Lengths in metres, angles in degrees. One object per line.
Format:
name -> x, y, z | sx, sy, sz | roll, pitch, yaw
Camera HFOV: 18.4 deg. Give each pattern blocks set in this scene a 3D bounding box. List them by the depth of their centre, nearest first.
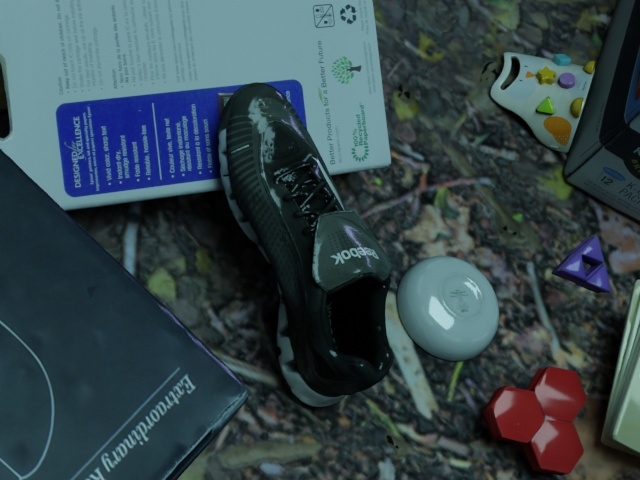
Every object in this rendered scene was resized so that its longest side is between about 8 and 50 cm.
pattern blocks set -> 0.301, 0.122, 1.505 | 0.325, 0.026, 0.285 | 35, 68, -11

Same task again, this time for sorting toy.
sorting toy -> 0.178, -0.124, 1.596 | 0.075, 0.045, 0.083 | 18, 57, 4

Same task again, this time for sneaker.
sneaker -> 0.000, 0.000, 1.354 | 0.078, 0.106, 0.234 | -19, 95, -31

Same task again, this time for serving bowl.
serving bowl -> 0.100, 0.047, 1.471 | 0.083, 0.027, 0.083 | 11, 62, -22

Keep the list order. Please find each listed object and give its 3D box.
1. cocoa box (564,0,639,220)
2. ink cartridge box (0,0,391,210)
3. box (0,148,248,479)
cocoa box -> 0.384, -0.177, 1.604 | 0.231, 0.228, 0.347 | 29, 56, -11
ink cartridge box -> -0.109, -0.113, 1.390 | 0.332, 0.065, 0.165 | -8, 95, -32
box -> -0.299, 0.079, 1.142 | 0.395, 0.212, 0.293 | 44, 54, 0
